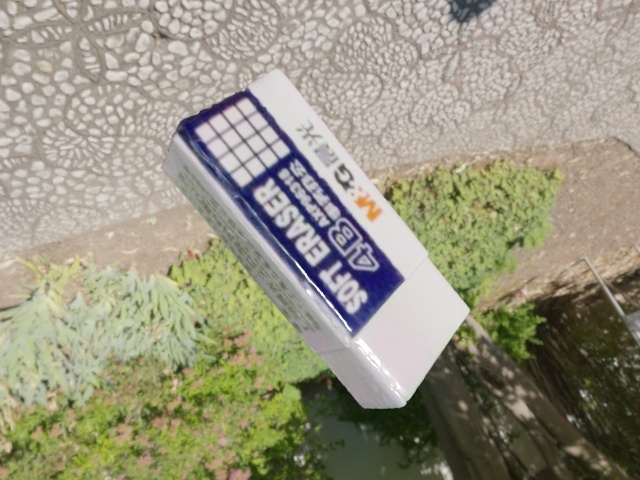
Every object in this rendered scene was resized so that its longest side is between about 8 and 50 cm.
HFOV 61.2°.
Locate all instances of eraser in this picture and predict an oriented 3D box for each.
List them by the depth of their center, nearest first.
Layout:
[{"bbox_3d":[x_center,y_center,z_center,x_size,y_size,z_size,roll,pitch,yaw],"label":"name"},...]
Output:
[{"bbox_3d":[0.000,0.000,0.482,0.130,0.287,0.086,-43,-175,-31],"label":"eraser"}]
